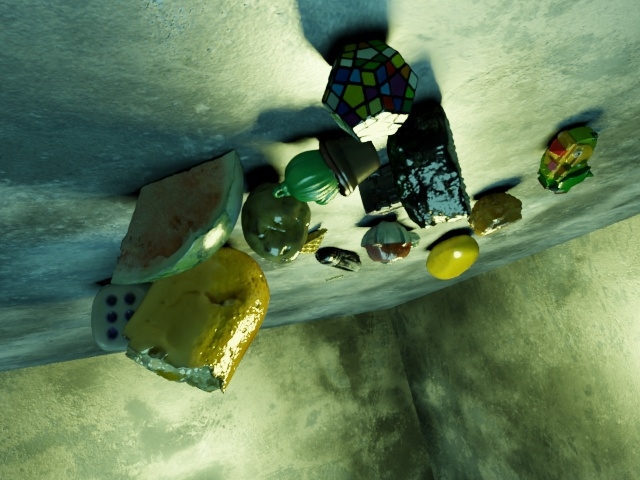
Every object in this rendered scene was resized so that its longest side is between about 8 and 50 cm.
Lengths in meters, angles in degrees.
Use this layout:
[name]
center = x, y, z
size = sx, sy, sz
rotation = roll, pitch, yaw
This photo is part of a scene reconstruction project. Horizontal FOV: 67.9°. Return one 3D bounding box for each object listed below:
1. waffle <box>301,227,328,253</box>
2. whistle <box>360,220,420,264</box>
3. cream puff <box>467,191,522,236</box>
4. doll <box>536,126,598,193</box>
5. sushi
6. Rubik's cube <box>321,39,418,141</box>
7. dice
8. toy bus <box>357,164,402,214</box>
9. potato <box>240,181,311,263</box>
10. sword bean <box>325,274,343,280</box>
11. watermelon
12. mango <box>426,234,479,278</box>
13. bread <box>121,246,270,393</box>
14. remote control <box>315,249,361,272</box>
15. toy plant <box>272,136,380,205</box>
[waffle]
center = 0.000, 0.000, 1.430
size = 0.125, 0.032, 0.191
rotation = 4, 158, -44
[whistle]
center = 0.236, 0.006, 1.501
size = 0.142, 0.134, 0.346
rotation = -32, 166, 25
[cream puff]
center = 0.523, -0.084, 1.435
size = 0.165, 0.115, 0.150
rotation = -26, 170, 8
[doll]
center = 0.594, -0.192, 1.132
size = 0.134, 0.106, 0.186
rotation = -21, 148, 7
[sushi]
center = 0.196, -0.124, 0.876
size = 0.127, 0.124, 0.225
rotation = -13, 127, 18
[Rubik's cube]
center = 0.065, -0.200, 0.640
size = 0.112, 0.133, 0.133
rotation = 17, 156, -13
[dice]
center = -0.545, 0.225, 1.413
size = 0.194, 0.193, 0.192
rotation = -4, 169, 8
[toy bus]
center = 0.189, -0.123, 1.047
size = 0.199, 0.096, 0.108
rotation = -20, 167, 29
[potato]
center = -0.090, -0.039, 0.961
size = 0.137, 0.154, 0.200
rotation = 14, -167, 0
[sword bean]
center = 0.063, 0.167, 2.117
size = 0.083, 0.012, 0.012
rotation = -17, 164, 5
[watermelon]
center = -0.239, -0.041, 0.881
size = 0.260, 0.256, 0.176
rotation = -12, 122, 22
[mango]
center = 0.542, 0.062, 1.921
size = 0.195, 0.142, 0.331
rotation = -15, 163, -14
[bread]
center = -0.298, 0.210, 1.292
size = 0.250, 0.394, 0.361
rotation = 23, 154, 21
[remote control]
center = 0.069, 0.076, 1.696
size = 0.090, 0.066, 0.266
rotation = -26, 161, 25
[toy plant]
center = 0.008, -0.120, 0.870
size = 0.200, 0.105, 0.143
rotation = -25, 157, 3
